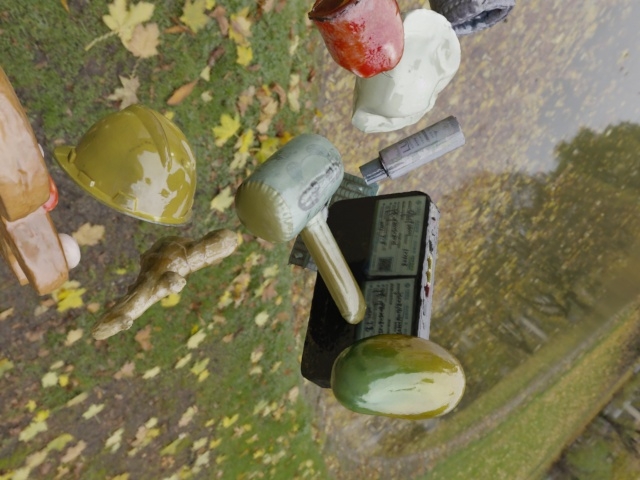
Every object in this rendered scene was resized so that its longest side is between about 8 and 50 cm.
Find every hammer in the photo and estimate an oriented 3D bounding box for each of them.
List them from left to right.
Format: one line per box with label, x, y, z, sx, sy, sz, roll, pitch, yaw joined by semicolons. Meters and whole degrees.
hammer;0.000;0.000;0.929;0.202;0.113;0.305;-48;119;-41

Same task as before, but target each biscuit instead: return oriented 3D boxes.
biscuit;-0.231;-0.057;0.425;0.049;0.205;0.324;-29;-176;-27

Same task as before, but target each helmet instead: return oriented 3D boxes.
helmet;-0.289;-0.141;0.959;0.140;0.257;0.205;-59;158;17

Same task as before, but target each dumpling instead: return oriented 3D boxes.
dumpling;0.157;-0.290;1.046;0.179;0.131;0.252;0;137;-20

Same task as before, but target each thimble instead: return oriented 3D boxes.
thimble;0.278;-0.449;1.117;0.150;0.098;0.150;-15;179;0

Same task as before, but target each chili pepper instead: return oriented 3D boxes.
chili pepper;0.054;-0.230;0.679;0.192;0.086;0.084;34;66;-63

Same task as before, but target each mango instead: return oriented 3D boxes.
mango;0.091;0.163;0.709;0.194;0.130;0.092;1;109;-50

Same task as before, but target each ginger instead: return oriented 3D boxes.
ginger;-0.310;0.069;1.171;0.334;0.148;0.081;-48;156;-32

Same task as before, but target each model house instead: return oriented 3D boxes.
model house;0.063;-0.010;1.336;0.215;0.198;0.224;29;81;-48

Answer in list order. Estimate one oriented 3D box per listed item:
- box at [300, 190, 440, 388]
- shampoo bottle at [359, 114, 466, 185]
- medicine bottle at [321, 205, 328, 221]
box;0.090;0.081;1.036;0.058;0.211;0.350;45;48;-49
shampoo bottle;0.181;-0.175;1.198;0.214;0.072;0.072;-26;153;7
medicine bottle;-0.038;-0.040;0.998;0.057;0.089;0.057;13;90;-76
